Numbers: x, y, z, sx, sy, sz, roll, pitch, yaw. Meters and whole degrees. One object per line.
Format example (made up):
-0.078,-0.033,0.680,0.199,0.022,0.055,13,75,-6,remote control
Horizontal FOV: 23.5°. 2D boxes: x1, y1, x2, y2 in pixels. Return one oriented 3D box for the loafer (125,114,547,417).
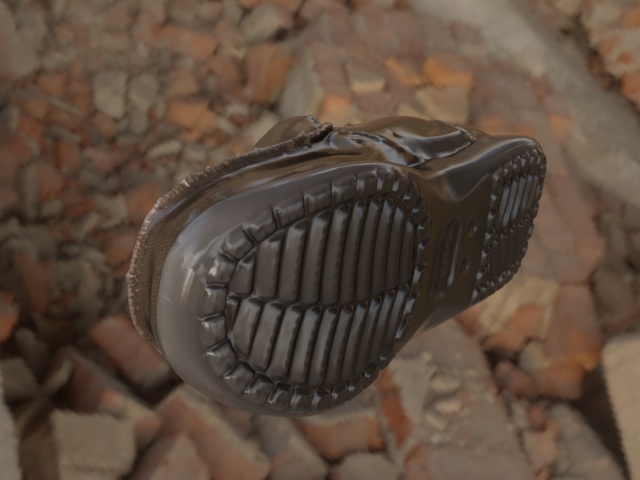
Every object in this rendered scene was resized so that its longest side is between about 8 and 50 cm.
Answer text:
0.000,0.000,0.853,0.130,0.134,0.366,19,16,26,loafer
